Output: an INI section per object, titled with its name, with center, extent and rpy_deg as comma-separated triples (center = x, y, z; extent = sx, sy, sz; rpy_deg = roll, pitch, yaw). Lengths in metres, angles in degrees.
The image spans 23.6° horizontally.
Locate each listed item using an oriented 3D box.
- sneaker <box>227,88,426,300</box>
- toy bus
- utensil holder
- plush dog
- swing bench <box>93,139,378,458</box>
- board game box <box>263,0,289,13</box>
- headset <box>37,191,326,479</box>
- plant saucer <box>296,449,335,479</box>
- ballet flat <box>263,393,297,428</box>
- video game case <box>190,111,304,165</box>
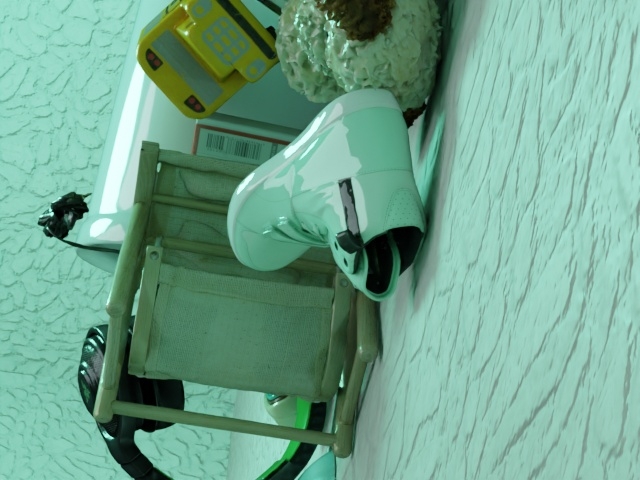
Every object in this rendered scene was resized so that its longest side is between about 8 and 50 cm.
[sneaker]
center = 0.000, 0.000, 1.308
extent = 0.256, 0.094, 0.151
rpy_deg = -47, 49, 49
[toy bus]
center = -0.121, -0.210, 1.622
extent = 0.130, 0.108, 0.332
rpy_deg = -41, 12, 3
[utensil holder]
center = -0.110, -0.136, 1.947
extent = 0.327, 0.328, 0.385
rpy_deg = 122, 160, -78
[plush dog]
center = 0.043, -0.205, 1.343
extent = 0.262, 0.211, 0.225
rpy_deg = 62, -169, -48
[swing bench]
center = -0.075, 0.053, 1.512
extent = 0.254, 0.253, 0.165
rpy_deg = -85, 6, -48
[board game box]
center = 0.008, -0.293, 1.644
extent = 0.142, 0.144, 0.275
rpy_deg = -56, 7, 4
[headset]
center = -0.169, 0.114, 1.671
extent = 0.243, 0.394, 0.185
rpy_deg = -38, 6, -25
[plant saucer]
center = -0.019, 0.317, 1.634
extent = 0.195, 0.037, 0.195
rpy_deg = -170, 90, -85
[ballet flat]
center = -0.032, 0.165, 1.860
extent = 0.248, 0.086, 0.086
rpy_deg = -95, 15, -68
[video game case]
center = -0.059, 0.002, 1.721
extent = 0.025, 0.204, 0.285
rpy_deg = -80, 2, -60
